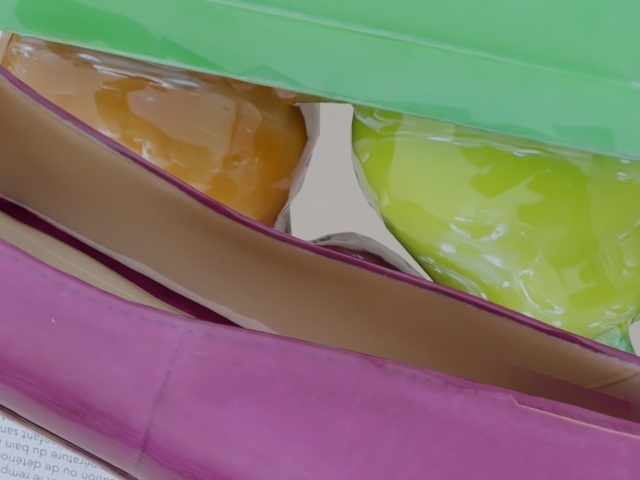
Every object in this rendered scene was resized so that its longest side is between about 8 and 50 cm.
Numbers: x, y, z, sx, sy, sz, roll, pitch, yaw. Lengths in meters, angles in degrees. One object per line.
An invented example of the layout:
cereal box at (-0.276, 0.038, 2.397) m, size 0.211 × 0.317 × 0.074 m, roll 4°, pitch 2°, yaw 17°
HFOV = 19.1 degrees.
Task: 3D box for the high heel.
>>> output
high heel at (-0.041, -0.024, 0.431) m, size 0.181 × 0.127 × 0.377 m, roll -35°, pitch 107°, yaw 18°

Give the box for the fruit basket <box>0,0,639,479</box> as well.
fruit basket at (0.000, 0.000, 0.676) m, size 0.327 × 0.165 × 0.353 m, roll 11°, pitch 109°, yaw 7°
